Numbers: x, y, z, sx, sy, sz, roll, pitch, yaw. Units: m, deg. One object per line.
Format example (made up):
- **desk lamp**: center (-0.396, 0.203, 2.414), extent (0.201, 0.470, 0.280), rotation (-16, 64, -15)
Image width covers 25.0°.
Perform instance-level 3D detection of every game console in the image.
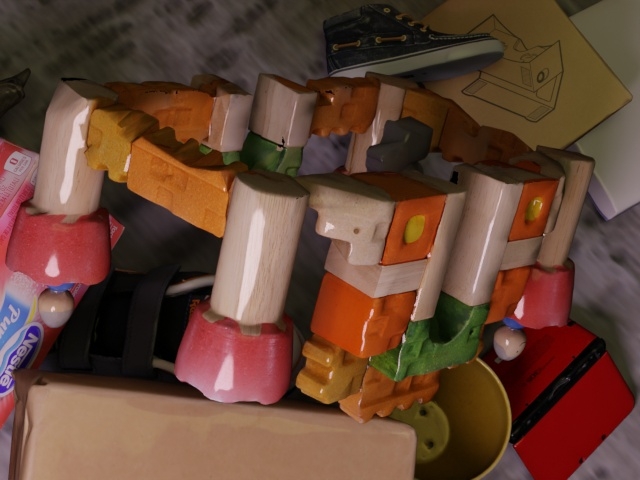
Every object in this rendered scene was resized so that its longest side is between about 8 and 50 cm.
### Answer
- **game console**: center (0.225, 0.157, 1.450), extent (0.144, 0.085, 0.124), rotation (-42, 55, -20)

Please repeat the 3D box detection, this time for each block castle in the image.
- **block castle**: center (0.000, 0.000, 1.218), extent (0.453, 0.303, 0.212), rotation (-8, 118, -47)

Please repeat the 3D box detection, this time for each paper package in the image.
- **paper package**: center (-0.106, 0.275, 1.196), extent (0.325, 0.168, 0.309), rotation (8, 84, -16)

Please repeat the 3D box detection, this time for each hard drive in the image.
- **hard drive**: center (0.385, -0.183, 1.570), extent (0.319, 0.040, 0.210), rotation (-28, 81, -18)

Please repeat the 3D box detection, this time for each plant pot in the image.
- **plant pot**: center (0.103, 0.175, 1.375), extent (0.134, 0.095, 0.134), rotation (3, 73, -12)

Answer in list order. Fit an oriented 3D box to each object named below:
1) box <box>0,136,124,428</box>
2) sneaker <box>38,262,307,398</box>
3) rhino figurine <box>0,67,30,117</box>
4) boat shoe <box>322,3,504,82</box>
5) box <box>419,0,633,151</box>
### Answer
- **box**: center (-0.330, 0.060, 1.247), extent (0.154, 0.142, 0.300), rotation (22, 75, 33)
- **sneaker**: center (-0.166, 0.080, 1.334), extent (0.321, 0.127, 0.126), rotation (8, 73, -8)
- **rhino figurine**: center (-0.366, -0.090, 1.356), extent (0.243, 0.106, 0.073), rotation (-45, 116, -21)
- **boat shoe**: center (0.092, -0.207, 1.479), extent (0.183, 0.065, 0.083), rotation (-10, 79, 7)
- **box**: center (0.199, -0.177, 1.504), extent (0.164, 0.021, 0.201), rotation (-37, 80, 4)
